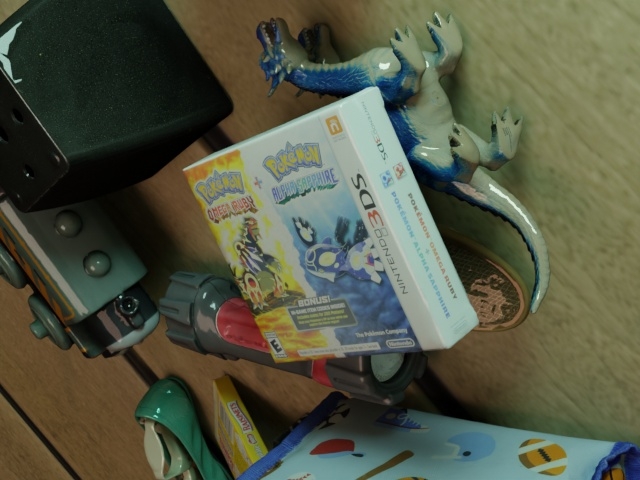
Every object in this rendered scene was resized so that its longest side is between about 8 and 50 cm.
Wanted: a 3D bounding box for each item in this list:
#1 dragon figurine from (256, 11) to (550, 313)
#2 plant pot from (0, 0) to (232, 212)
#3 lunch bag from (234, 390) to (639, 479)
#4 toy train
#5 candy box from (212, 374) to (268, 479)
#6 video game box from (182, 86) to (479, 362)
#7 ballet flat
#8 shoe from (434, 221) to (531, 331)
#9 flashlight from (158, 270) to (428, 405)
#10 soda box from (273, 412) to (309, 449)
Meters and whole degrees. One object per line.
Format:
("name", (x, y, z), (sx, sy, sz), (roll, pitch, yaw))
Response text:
("dragon figurine", (0.067, -0.070, 0.673), (0.289, 0.085, 0.144), (56, 141, 1))
("plant pot", (-0.232, -0.131, 0.837), (0.187, 0.167, 0.188), (-27, 100, 49))
("lunch bag", (0.131, 0.361, 0.825), (0.327, 0.239, 0.386), (2, 113, 39))
("toy train", (-0.300, -0.012, 0.981), (0.334, 0.142, 0.190), (57, 154, -8))
("candy box", (-0.078, 0.261, 1.023), (0.206, 0.027, 0.105), (-126, 28, -44))
("video game box", (0.000, 0.000, 0.684), (0.205, 0.048, 0.187), (-14, 102, 49))
("ballet flat", (-0.178, 0.298, 1.164), (0.083, 0.087, 0.247), (-3, 117, 43))
("shoe", (0.079, 0.010, 0.754), (0.219, 0.058, 0.077), (24, 113, 22))
("flashlight", (-0.041, 0.081, 0.879), (0.304, 0.103, 0.103), (10, 166, 42))
("soda box", (-0.021, 0.281, 1.030), (0.053, 0.060, 0.169), (30, 135, 28))
